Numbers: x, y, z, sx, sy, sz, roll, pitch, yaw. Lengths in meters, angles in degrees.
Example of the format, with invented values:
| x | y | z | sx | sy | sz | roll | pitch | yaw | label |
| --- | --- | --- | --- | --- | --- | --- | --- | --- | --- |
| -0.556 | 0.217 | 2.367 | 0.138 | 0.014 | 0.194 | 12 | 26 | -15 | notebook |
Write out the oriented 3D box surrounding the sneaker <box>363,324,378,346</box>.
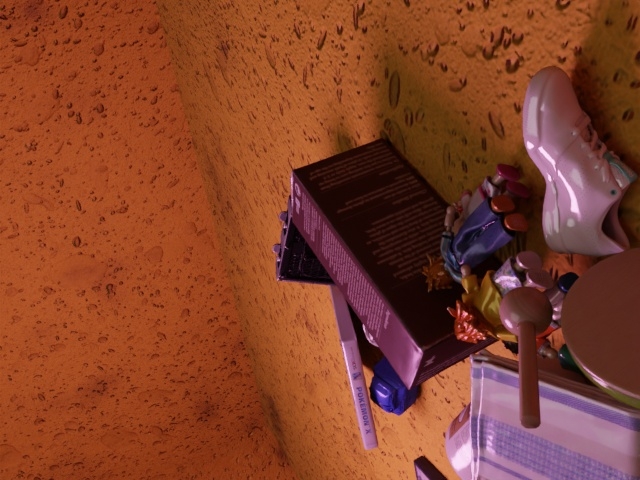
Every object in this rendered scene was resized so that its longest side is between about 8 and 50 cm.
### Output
| x | y | z | sx | sy | sz | roll | pitch | yaw | label |
| --- | --- | --- | --- | --- | --- | --- | --- | --- | --- |
| 0.126 | 0.137 | 1.105 | 0.292 | 0.118 | 0.110 | 49 | 154 | 45 | sneaker |

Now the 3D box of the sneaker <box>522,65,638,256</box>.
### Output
| x | y | z | sx | sy | sz | roll | pitch | yaw | label |
| --- | --- | --- | --- | --- | --- | --- | --- | --- | --- |
| 0.279 | -0.081 | 0.578 | 0.094 | 0.080 | 0.212 | 10 | 127 | 53 | sneaker |

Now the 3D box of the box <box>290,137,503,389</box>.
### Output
| x | y | z | sx | sy | sz | roll | pitch | yaw | label |
| --- | --- | --- | --- | --- | --- | --- | --- | --- | --- |
| 0.121 | 0.019 | 0.893 | 0.381 | 0.191 | 0.143 | 55 | 157 | 34 | box |

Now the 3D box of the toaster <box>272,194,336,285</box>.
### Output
| x | y | z | sx | sy | sz | roll | pitch | yaw | label |
| --- | --- | --- | --- | --- | --- | --- | --- | --- | --- |
| 0.000 | 0.000 | 1.162 | 0.110 | 0.185 | 0.168 | -114 | 34 | -62 | toaster |

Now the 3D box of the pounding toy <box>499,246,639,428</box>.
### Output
| x | y | z | sx | sy | sz | roll | pitch | yaw | label |
| --- | --- | --- | --- | --- | --- | --- | --- | --- | --- |
| 0.301 | 0.109 | 0.514 | 0.183 | 0.236 | 0.110 | -79 | -32 | -50 | pounding toy |

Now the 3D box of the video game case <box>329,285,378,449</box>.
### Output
| x | y | z | sx | sy | sz | roll | pitch | yaw | label |
| --- | --- | --- | --- | --- | --- | --- | --- | --- | --- |
| 0.073 | 0.269 | 1.321 | 0.329 | 0.036 | 0.300 | -101 | -1 | -66 | video game case |

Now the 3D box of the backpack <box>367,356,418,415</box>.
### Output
| x | y | z | sx | sy | sz | roll | pitch | yaw | label |
| --- | --- | --- | --- | --- | --- | --- | --- | --- | --- |
| 0.157 | 0.328 | 1.227 | 0.098 | 0.101 | 0.120 | 36 | 147 | 37 | backpack |

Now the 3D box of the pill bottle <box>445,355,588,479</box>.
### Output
| x | y | z | sx | sy | sz | roll | pitch | yaw | label |
| --- | --- | --- | --- | --- | --- | --- | --- | --- | --- |
| 0.282 | 0.266 | 0.801 | 0.131 | 0.131 | 0.229 | 56 | 147 | 30 | pill bottle |

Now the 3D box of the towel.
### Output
| x | y | z | sx | sy | sz | roll | pitch | yaw | label |
| --- | --- | --- | --- | --- | --- | --- | --- | --- | --- |
| 0.279 | 0.290 | 0.681 | 0.209 | 0.034 | 0.285 | 12 | 112 | 45 | towel |

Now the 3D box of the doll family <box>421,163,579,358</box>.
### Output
| x | y | z | sx | sy | sz | roll | pitch | yaw | label |
| --- | --- | --- | --- | --- | --- | --- | --- | --- | --- |
| 0.203 | 0.034 | 0.701 | 0.163 | 0.118 | 0.263 | -58 | 41 | 48 | doll family |

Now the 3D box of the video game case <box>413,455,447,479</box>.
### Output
| x | y | z | sx | sy | sz | roll | pitch | yaw | label |
| --- | --- | --- | --- | --- | --- | --- | --- | --- | --- |
| 0.319 | 0.676 | 1.274 | 0.275 | 0.035 | 0.249 | 33 | 140 | 57 | video game case |

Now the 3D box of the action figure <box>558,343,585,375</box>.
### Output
| x | y | z | sx | sy | sz | roll | pitch | yaw | label |
| --- | --- | --- | --- | --- | --- | --- | --- | --- | --- |
| 0.366 | 0.151 | 0.583 | 0.232 | 0.063 | 0.137 | -133 | 30 | -52 | action figure |
